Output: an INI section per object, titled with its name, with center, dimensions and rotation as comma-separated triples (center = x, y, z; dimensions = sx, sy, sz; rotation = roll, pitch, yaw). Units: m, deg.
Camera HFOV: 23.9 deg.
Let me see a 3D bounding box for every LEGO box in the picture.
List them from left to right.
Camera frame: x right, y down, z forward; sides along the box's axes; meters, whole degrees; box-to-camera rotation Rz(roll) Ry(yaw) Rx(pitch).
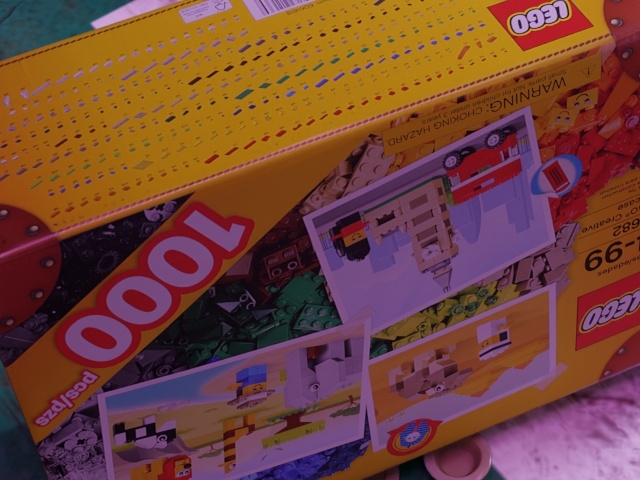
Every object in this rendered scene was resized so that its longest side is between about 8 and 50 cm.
[LEGO box]
center = 0.000, 0.000, 1.128
dimensions = 0.500, 0.372, 0.193
rotation = -21, 47, -11

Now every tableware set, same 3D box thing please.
[tableware set]
center = 0.077, 0.213, 1.192
dimensions = 0.141, 0.020, 0.169
rotation = -11, 52, -5
